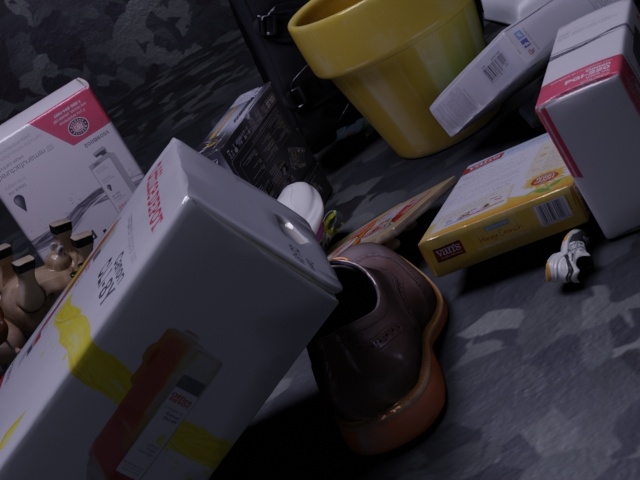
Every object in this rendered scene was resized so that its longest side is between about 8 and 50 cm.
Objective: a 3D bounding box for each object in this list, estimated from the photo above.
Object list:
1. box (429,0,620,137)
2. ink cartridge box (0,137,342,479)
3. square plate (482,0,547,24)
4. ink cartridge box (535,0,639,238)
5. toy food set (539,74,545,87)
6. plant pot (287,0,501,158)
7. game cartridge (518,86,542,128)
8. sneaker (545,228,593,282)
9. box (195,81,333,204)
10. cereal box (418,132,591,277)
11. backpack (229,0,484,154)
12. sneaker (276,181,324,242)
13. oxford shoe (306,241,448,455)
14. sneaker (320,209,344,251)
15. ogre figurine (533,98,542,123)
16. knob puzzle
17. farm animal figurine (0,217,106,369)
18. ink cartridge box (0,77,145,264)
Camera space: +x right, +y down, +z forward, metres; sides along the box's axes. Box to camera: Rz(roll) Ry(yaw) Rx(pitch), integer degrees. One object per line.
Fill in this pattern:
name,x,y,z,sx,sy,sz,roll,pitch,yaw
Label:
box,0.303,-0.266,1.629,0.322,0.058,0.232,-34,-4,-24
ink cartridge box,-0.171,0.121,1.176,0.384,0.160,0.279,-53,16,7
square plate,0.412,-0.483,2.225,0.347,0.049,0.344,-32,18,-3
ink cartridge box,0.298,-0.127,1.304,0.092,0.158,0.218,-24,20,25
toy food set,0.317,-0.206,1.698,0.083,0.020,0.083,-24,20,20
plant pot,0.121,-0.252,1.776,0.254,0.239,0.254,-27,19,11
game cartridge,0.289,-0.179,1.646,0.083,0.017,0.056,-40,24,7
sneaker,0.242,0.018,1.233,0.037,0.032,0.083,9,35,28
box,-0.076,-0.083,1.734,0.056,0.183,0.231,-20,22,26
cereal box,0.213,-0.053,1.383,0.173,0.047,0.240,-22,13,27
backpack,0.071,-0.318,1.992,0.356,0.290,0.273,-26,3,-4
sneaker,-0.094,0.009,1.529,0.114,0.152,0.305,-51,4,43
oxford shoe,0.042,0.059,1.259,0.130,0.132,0.363,-29,18,7
sneaker,0.000,0.000,1.654,0.083,0.031,0.035,-47,-7,-20
ogre figurine,0.346,-0.204,1.550,0.197,0.096,0.118,-13,3,6
knob puzzle,0.058,0.003,1.537,0.213,0.030,0.213,-32,5,3
farm animal figurine,-0.445,0.089,1.887,0.327,0.172,0.330,-17,28,-17
ink cartridge box,-0.376,-0.076,2.022,0.207,0.283,0.117,-34,22,-9
